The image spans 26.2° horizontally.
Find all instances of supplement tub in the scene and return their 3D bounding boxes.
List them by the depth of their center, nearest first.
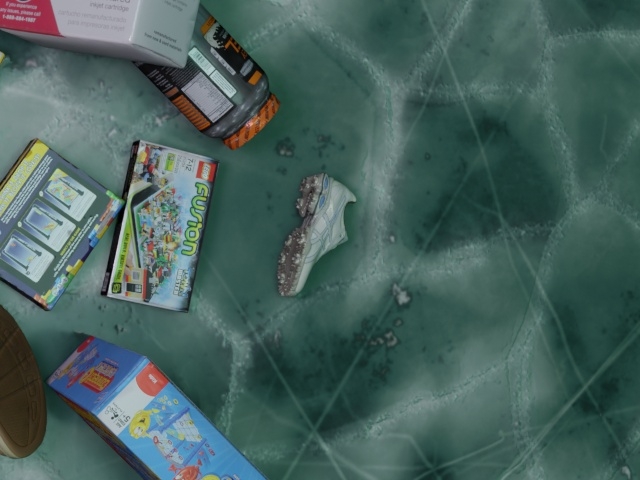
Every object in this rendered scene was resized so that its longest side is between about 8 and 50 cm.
[{"bbox_3d":[-0.148,-0.215,1.778,0.190,0.117,0.117,46,74,-16],"label":"supplement tub"}]

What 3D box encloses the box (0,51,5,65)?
[{"bbox_3d":[-0.473,-0.172,1.686,0.105,0.043,0.179,28,77,-20],"label":"box"}]

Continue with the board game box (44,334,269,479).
[{"bbox_3d":[-0.174,0.259,1.662,0.086,0.308,0.302,-47,105,-14],"label":"board game box"}]

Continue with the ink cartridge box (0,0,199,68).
[{"bbox_3d":[-0.251,-0.380,1.662,0.131,0.226,0.306,12,89,-63],"label":"ink cartridge box"}]

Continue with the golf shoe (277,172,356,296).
[{"bbox_3d":[0.000,0.000,1.866,0.086,0.069,0.176,22,82,-27],"label":"golf shoe"}]

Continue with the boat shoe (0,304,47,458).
[{"bbox_3d":[-0.448,0.116,1.664,0.341,0.110,0.121,63,27,-5],"label":"boat shoe"}]

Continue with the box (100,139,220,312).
[{"bbox_3d":[-0.208,-0.018,1.795,0.114,0.036,0.207,13,85,-22],"label":"box"}]

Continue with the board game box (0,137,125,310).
[{"bbox_3d":[-0.352,-0.019,1.731,0.141,0.048,0.170,37,77,-16],"label":"board game box"}]
